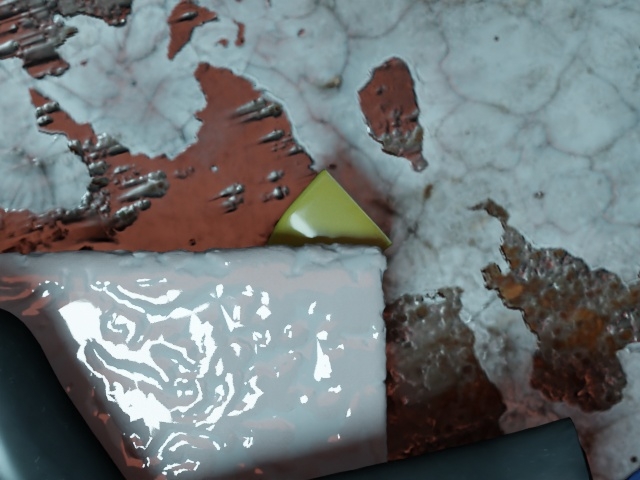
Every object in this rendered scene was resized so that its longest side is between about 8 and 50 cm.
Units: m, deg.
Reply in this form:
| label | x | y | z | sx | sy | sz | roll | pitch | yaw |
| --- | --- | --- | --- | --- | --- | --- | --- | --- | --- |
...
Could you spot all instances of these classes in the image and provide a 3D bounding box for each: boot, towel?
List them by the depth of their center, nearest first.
| label | x | y | z | sx | sy | sz | roll | pitch | yaw |
| --- | --- | --- | --- | --- | --- | --- | --- | --- | --- |
| boot | -0.029 | 0.187 | 1.177 | 0.445 | 0.146 | 0.367 | -7 | 109 | 8 |
| towel | -0.111 | 0.162 | 1.300 | 0.331 | 0.053 | 0.317 | -2 | 97 | -6 |

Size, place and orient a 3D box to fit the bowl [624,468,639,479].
| label | x | y | z | sx | sy | sz | roll | pitch | yaw |
| --- | --- | --- | --- | --- | --- | --- | --- | --- | --- |
| bowl | 0.378 | 0.349 | 1.363 | 0.391 | 0.077 | 0.391 | 1 | 83 | -7 |

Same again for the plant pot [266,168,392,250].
| label | x | y | z | sx | sy | sz | roll | pitch | yaw |
| --- | --- | --- | --- | --- | --- | --- | --- | --- | --- |
| plant pot | 0.000 | 0.000 | 1.355 | 0.083 | 0.081 | 0.081 | -42 | 90 | 1 |
